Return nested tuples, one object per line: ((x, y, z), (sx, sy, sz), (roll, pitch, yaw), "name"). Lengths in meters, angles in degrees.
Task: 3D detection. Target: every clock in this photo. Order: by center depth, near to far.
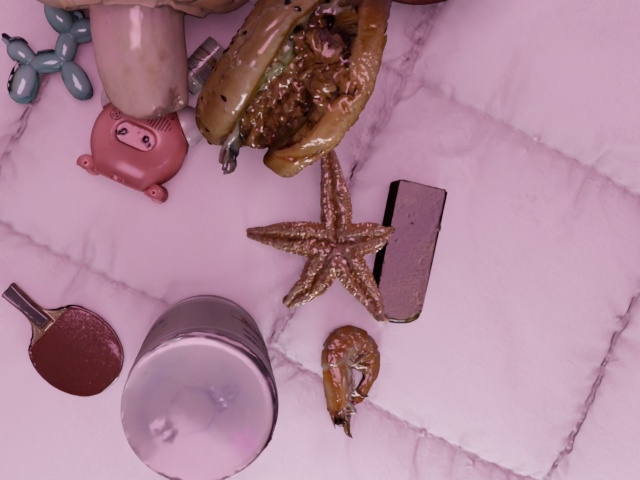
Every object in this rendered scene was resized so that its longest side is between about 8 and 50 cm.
((-0.273, -0.156, 1.158), (0.165, 0.093, 0.162), (23, 86, -4), "clock")

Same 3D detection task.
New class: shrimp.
((0.047, 0.226, 1.221), (0.099, 0.041, 0.180), (1, 89, -20), "shrimp")

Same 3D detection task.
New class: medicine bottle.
((-0.162, 0.186, 1.055), (0.189, 0.332, 0.190), (-1, 95, -7), "medicine bottle")
((-0.185, -0.272, 1.184), (0.047, 0.047, 0.083), (44, 87, -4), "medicine bottle")

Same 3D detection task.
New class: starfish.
((-0.002, 0.001, 1.169), (0.231, 0.048, 0.295), (-17, 91, 19), "starfish")

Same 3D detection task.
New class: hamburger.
((-0.038, -0.233, 1.054), (0.195, 0.277, 0.318), (33, 120, -10), "hamburger")

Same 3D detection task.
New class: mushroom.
((-0.256, -0.392, 1.057), (0.353, 0.353, 0.325), (-38, 61, -3), "mushroom")

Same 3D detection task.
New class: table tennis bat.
((-0.405, 0.150, 1.185), (0.220, 0.019, 0.130), (43, 88, -6), "table tennis bat")

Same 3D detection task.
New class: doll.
((-0.401, -0.289, 1.158), (0.159, 0.059, 0.159), (-11, 92, -7), "doll")

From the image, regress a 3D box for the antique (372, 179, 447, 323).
((0.132, 0.020, 1.201), (0.081, 0.080, 0.221), (12, 91, -4), "antique")

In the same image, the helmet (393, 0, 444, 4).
((0.114, -0.485, 1.083), (0.230, 0.338, 0.385), (-37, 119, 13), "helmet")
